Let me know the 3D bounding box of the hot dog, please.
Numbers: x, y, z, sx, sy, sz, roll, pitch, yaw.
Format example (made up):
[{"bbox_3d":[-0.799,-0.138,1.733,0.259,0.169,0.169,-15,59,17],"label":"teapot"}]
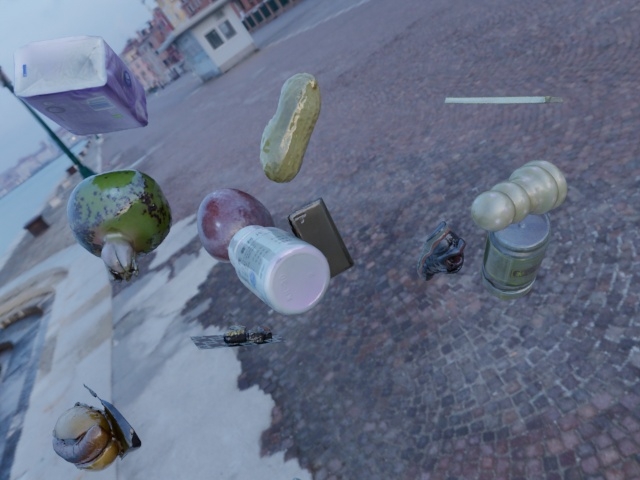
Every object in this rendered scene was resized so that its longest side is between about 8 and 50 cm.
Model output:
[{"bbox_3d":[-0.542,0.449,1.274,0.107,0.194,0.326,-35,-4,-40],"label":"hot dog"}]

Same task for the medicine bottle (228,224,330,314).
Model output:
[{"bbox_3d":[-0.111,0.057,1.331,0.170,0.170,0.293,-41,28,-12],"label":"medicine bottle"}]

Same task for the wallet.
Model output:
[{"bbox_3d":[0.000,0.000,1.420,0.110,0.197,0.031,-28,9,-15],"label":"wallet"}]

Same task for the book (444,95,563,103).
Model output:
[{"bbox_3d":[0.370,-0.282,1.112,0.193,0.013,0.168,9,17,31],"label":"book"}]

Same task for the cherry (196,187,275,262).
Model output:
[{"bbox_3d":[-0.255,-0.035,1.708,0.213,0.285,0.236,-31,-15,18],"label":"cherry"}]

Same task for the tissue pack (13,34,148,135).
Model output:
[{"bbox_3d":[-0.650,-0.419,1.546,0.243,0.160,0.338,-6,-6,-1],"label":"tissue pack"}]

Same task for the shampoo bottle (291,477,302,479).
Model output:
[{"bbox_3d":[-0.094,0.537,1.040,0.190,0.041,0.069,-51,-6,-8],"label":"shampoo bottle"}]

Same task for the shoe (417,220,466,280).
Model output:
[{"bbox_3d":[0.409,0.053,1.840,0.114,0.137,0.290,-48,-18,-25],"label":"shoe"}]

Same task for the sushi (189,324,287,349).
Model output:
[{"bbox_3d":[-0.255,0.290,1.731,0.280,0.043,0.193,0,2,-22],"label":"sushi"}]

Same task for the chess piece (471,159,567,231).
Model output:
[{"bbox_3d":[0.320,-0.066,0.925,0.171,0.094,0.094,-26,16,-27],"label":"chess piece"}]

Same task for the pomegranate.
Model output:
[{"bbox_3d":[-0.551,-0.028,1.531,0.285,0.285,0.340,-28,49,18],"label":"pomegranate"}]

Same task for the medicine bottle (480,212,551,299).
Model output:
[{"bbox_3d":[0.521,0.033,1.494,0.152,0.322,0.151,-5,62,9],"label":"medicine bottle"}]

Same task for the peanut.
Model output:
[{"bbox_3d":[-0.090,-0.318,1.562,0.148,0.148,0.318,18,93,64],"label":"peanut"}]
